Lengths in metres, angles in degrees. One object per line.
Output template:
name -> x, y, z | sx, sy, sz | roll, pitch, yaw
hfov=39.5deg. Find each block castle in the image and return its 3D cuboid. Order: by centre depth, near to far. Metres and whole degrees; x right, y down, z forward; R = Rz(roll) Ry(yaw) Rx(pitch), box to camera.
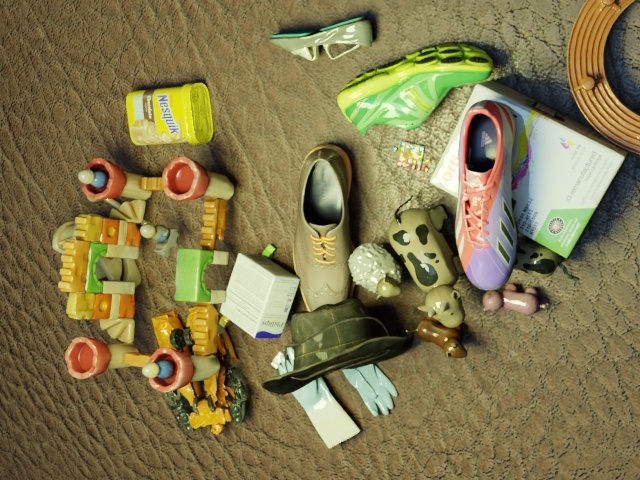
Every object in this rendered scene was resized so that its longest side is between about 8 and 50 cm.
block castle -> -0.359, 0.062, 1.798 | 0.303, 0.213, 0.452 | 3, 87, 28

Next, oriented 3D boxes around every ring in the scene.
ring -> 0.566, -0.299, 1.422 | 0.337, 0.032, 0.336 | 1, 94, 20

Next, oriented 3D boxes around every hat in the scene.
hat -> 0.017, 0.183, 1.677 | 0.331, 0.331, 0.133 | -28, 74, 29

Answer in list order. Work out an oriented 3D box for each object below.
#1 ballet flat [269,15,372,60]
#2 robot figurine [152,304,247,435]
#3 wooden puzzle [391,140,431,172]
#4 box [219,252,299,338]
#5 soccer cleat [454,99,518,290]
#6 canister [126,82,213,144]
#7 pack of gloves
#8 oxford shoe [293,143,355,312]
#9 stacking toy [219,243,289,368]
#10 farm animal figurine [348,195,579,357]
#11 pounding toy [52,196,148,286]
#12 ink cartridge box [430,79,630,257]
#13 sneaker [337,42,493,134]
ballet flat -> -0.001, -0.375, 1.695 | 0.213, 0.072, 0.068 | -4, 107, 27
robot figurine -> -0.261, 0.289, 1.982 | 0.211, 0.085, 0.290 | -15, 95, 29
wooden puzzle -> 0.172, -0.161, 1.700 | 0.083, 0.006, 0.049 | 16, 109, 22
box -> -0.124, 0.113, 1.809 | 0.126, 0.072, 0.137 | 30, 105, 43
soccer cleat -> 0.265, -0.071, 1.463 | 0.109, 0.116, 0.318 | 4, 97, 23
canister -> -0.320, -0.263, 1.877 | 0.170, 0.073, 0.126 | 0, 103, 28
pack of gloves -> 0.037, 0.289, 1.862 | 0.195, 0.046, 0.232 | -32, 94, 15
oxford shoe -> 0.000, 0.000, 1.738 | 0.130, 0.132, 0.363 | -2, 102, 8
stacking toy -> -0.101, 0.143, 1.885 | 0.167, 0.052, 0.221 | 38, 115, 13
farm animal figurine -> 0.241, 0.059, 1.627 | 0.327, 0.172, 0.330 | 46, 118, 9
pounding toy -> -0.478, 0.011, 1.977 | 0.155, 0.154, 0.269 | -17, 96, 29
ink cartridge box -> 0.361, -0.129, 1.552 | 0.278, 0.117, 0.201 | 31, 113, 16
sneaker -> 0.179, -0.274, 1.628 | 0.296, 0.109, 0.123 | -14, 120, 26
